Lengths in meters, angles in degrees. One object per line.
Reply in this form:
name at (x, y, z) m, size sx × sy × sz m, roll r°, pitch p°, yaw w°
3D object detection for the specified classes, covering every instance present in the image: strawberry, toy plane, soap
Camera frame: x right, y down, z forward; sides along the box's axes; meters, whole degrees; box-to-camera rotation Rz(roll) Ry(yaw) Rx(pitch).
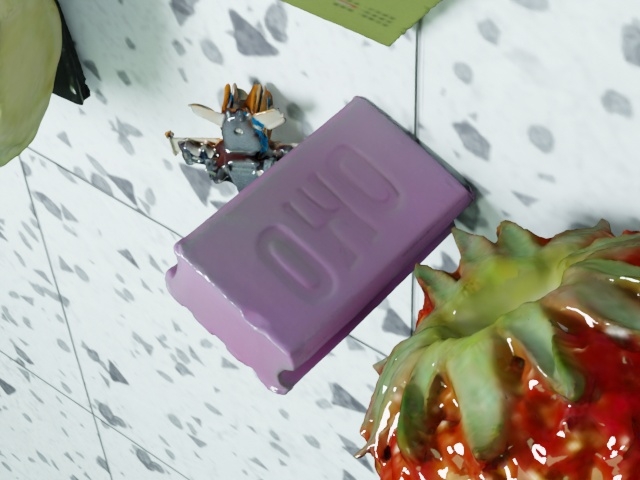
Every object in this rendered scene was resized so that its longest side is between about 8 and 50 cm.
strawberry at (0.187, 0.161, 0.867) m, size 0.292 × 0.292 × 0.343 m, roll -9°, pitch 118°, yaw 54°
toy plane at (-0.052, -0.050, 1.111) m, size 0.135 × 0.062 × 0.188 m, roll 6°, pitch 141°, yaw 11°
soap at (0.000, 0.000, 0.970) m, size 0.122 × 0.203 × 0.065 m, roll 41°, pitch 148°, yaw 10°

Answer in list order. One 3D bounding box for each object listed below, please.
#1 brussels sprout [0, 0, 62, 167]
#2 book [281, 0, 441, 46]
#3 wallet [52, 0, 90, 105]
brussels sprout at (-0.384, -0.192, 1.089) m, size 0.371 × 0.315 × 0.276 m, roll 18°, pitch 109°, yaw 1°
book at (0.001, -0.218, 0.734) m, size 0.239 × 0.035 × 0.352 m, roll 21°, pitch 162°, yaw -14°
wallet at (-0.328, -0.221, 1.269) m, size 0.285 × 0.030 × 0.146 m, roll 22°, pitch 144°, yaw 33°
